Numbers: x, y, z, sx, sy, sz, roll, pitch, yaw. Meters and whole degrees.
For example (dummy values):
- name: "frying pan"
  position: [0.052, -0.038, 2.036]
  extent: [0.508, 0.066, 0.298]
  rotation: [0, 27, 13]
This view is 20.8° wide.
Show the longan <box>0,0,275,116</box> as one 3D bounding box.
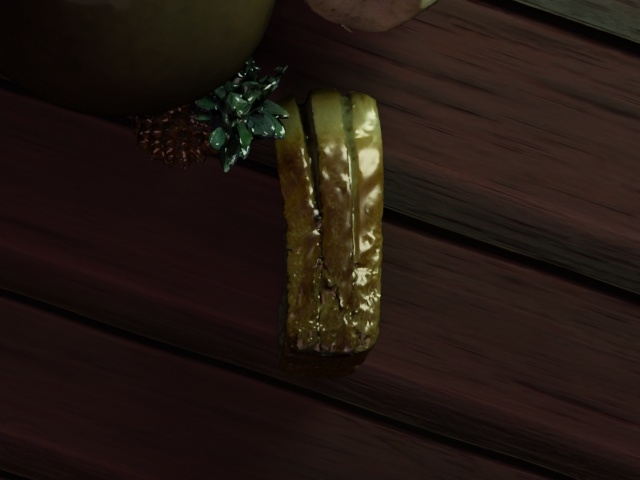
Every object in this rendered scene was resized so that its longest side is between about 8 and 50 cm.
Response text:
- name: "longan"
  position: [-0.170, -0.239, 1.423]
  extent: [0.297, 0.297, 0.297]
  rotation: [5, 124, 7]

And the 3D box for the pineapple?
- name: "pineapple"
  position: [-0.109, -0.108, 1.580]
  extent: [0.083, 0.103, 0.221]
  rotation: [49, 155, -18]

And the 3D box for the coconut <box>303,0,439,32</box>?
- name: "coconut"
  position: [0.046, -0.268, 1.460]
  extent: [0.161, 0.162, 0.161]
  rotation: [10, 152, 6]

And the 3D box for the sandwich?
- name: "sandwich"
  position: [0.005, 0.000, 1.661]
  extent: [0.100, 0.288, 0.254]
  rotation: [-3, 79, -3]
